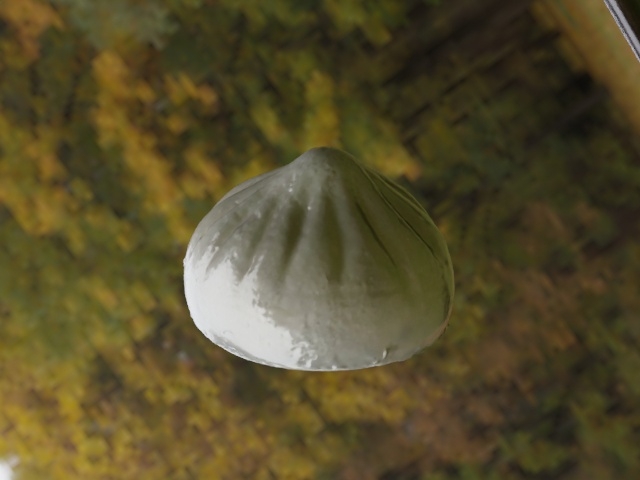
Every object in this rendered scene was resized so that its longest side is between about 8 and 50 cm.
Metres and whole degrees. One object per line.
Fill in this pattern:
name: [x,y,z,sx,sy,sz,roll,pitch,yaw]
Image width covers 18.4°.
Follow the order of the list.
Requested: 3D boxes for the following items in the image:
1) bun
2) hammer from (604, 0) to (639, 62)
bun: [0.000,0.000,0.968,0.138,0.138,0.094,-109,19,-65]
hammer: [0.139,-0.062,0.787,0.178,0.021,0.065,61,-158,-15]
